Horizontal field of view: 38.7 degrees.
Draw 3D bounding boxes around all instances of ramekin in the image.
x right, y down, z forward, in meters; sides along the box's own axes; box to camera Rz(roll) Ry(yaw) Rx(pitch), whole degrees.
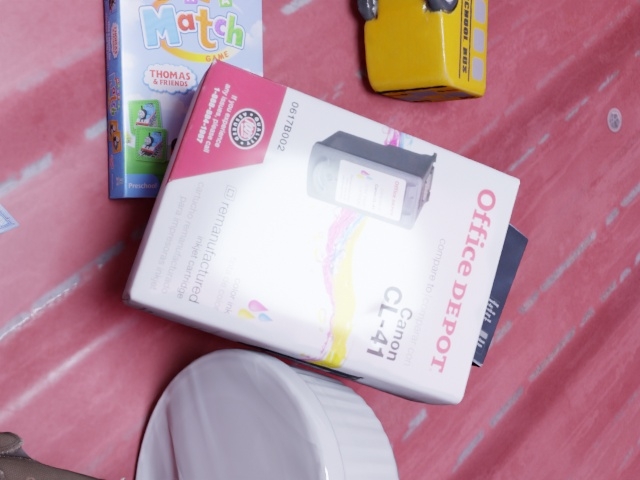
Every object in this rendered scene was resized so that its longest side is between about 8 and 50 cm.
[{"bbox_3d":[-0.046,0.236,0.835,0.127,0.273,0.272,12,84,-43],"label":"ramekin"}]

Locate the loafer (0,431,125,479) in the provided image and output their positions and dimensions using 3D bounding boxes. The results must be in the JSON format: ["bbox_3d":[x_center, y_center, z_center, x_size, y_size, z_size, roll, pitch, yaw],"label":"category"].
[{"bbox_3d":[-0.304,0.221,0.744,0.366,0.130,0.133,29,106,-28],"label":"loafer"}]

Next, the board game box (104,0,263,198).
[{"bbox_3d":[-0.131,-0.148,0.900,0.160,0.039,0.211,-3,92,-37],"label":"board game box"}]

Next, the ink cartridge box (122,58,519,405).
[{"bbox_3d":[0.000,0.000,0.837,0.306,0.131,0.226,19,80,-11],"label":"ink cartridge box"}]

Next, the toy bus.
[{"bbox_3d":[0.123,-0.332,1.033,0.130,0.108,0.332,1,90,-51],"label":"toy bus"}]

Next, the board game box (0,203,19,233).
[{"bbox_3d":[-0.354,-0.024,0.721,0.194,0.060,0.194,39,69,-30],"label":"board game box"}]

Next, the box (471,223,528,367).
[{"bbox_3d":[0.126,0.045,1.026,0.093,0.156,0.158,34,71,-32],"label":"box"}]
